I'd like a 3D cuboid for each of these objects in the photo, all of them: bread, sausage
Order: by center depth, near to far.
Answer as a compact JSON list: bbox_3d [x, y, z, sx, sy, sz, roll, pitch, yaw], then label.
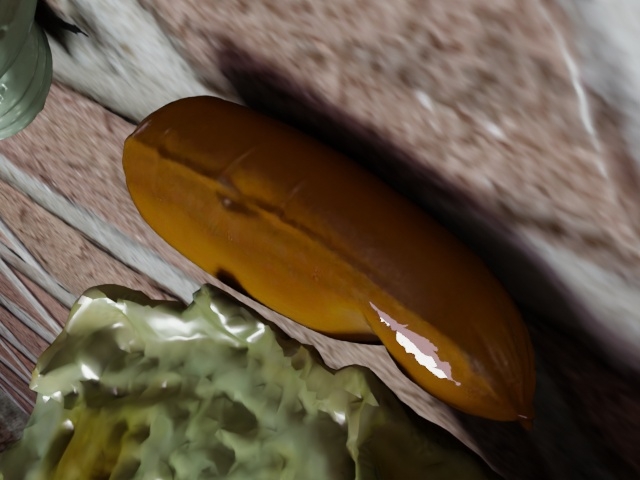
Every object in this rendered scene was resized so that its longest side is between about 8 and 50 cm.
[{"bbox_3d":[0.000,0.000,0.531,0.183,0.054,0.062,30,180,39],"label":"sausage"},{"bbox_3d":[0.018,0.159,0.579,0.196,0.238,0.252,-21,142,31],"label":"bread"}]

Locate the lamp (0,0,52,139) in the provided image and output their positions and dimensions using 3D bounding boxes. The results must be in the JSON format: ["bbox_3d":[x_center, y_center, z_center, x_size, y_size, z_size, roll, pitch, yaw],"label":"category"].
[{"bbox_3d":[-0.149,-0.088,0.645,0.106,0.106,0.193,45,175,7],"label":"lamp"}]
